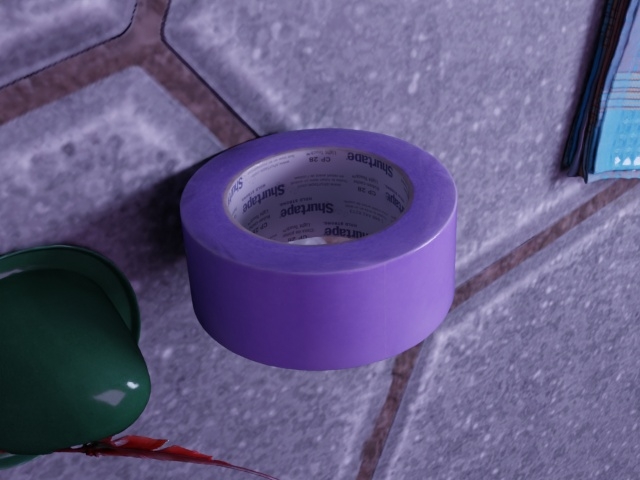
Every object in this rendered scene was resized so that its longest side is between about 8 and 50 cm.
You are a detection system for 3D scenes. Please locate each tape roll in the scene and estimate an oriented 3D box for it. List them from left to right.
[{"bbox_3d":[0.000,0.000,0.749,0.189,0.189,0.080,-25,130,-30],"label":"tape roll"}]

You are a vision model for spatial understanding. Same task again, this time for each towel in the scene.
[{"bbox_3d":[0.431,-0.188,1.073,0.370,0.040,0.272,-3,118,-23],"label":"towel"}]

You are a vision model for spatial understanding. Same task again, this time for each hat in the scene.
[{"bbox_3d":[-0.141,0.114,0.691,0.208,0.183,0.173,-24,129,-31],"label":"hat"}]
